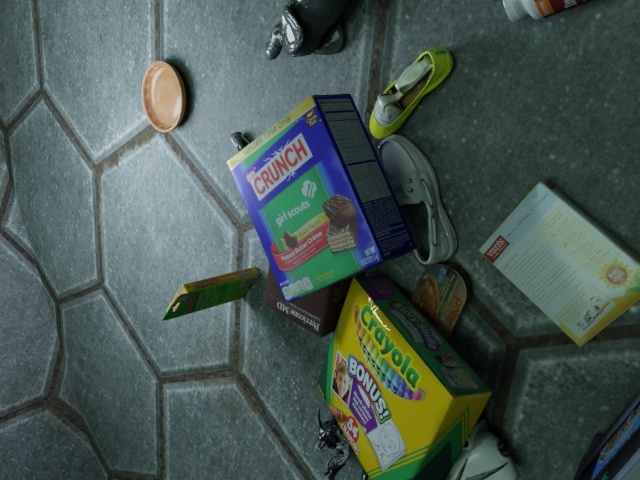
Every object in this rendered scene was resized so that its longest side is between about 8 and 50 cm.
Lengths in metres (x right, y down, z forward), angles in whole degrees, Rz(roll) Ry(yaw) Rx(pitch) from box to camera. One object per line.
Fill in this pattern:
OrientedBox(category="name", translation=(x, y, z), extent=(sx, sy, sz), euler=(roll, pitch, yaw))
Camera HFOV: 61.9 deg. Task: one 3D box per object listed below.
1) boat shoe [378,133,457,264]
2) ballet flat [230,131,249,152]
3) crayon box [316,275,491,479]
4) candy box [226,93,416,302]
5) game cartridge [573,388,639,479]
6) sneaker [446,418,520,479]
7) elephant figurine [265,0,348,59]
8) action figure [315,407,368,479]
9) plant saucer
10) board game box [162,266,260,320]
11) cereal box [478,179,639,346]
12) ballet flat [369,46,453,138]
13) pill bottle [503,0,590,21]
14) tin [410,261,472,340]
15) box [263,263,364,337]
OrientedBox(category="boat shoe", translation=(0.179, -0.083, 1.053), extent=(0.098, 0.096, 0.277), euler=(-32, 80, 41))
OrientedBox(category="ballet flat", translation=(-0.196, -0.233, 1.380), extent=(0.041, 0.041, 0.114), euler=(-33, 80, 41))
OrientedBox(category="crayon box", translation=(0.142, 0.300, 1.092), extent=(0.363, 0.106, 0.313), euler=(50, 132, 49))
OrientedBox(category="candy box", translation=(-0.007, -0.075, 1.019), extent=(0.268, 0.122, 0.317), euler=(-28, 82, 41))
OrientedBox(category="game cartridge", translation=(0.477, 0.288, 0.802), extent=(0.068, 0.230, 0.355), euler=(36, 122, 29))
OrientedBox(category="sneaker", translation=(0.273, 0.522, 1.108), extent=(0.146, 0.122, 0.330), euler=(50, 128, 22))
OrientedBox(category="elephant figurine", translation=(-0.028, -0.455, 1.123), extent=(0.169, 0.186, 0.239), euler=(10, 128, -6))
OrientedBox(category="action figure", translation=(0.069, 0.521, 1.276), extent=(0.275, 0.141, 0.164), euler=(28, 130, 31))
OrientedBox(category="plant saucer", translation=(-0.449, -0.416, 1.550), extent=(0.200, 0.037, 0.200), euler=(13, 110, 39))
OrientedBox(category="board game box", translation=(-0.287, 0.138, 1.401), extent=(0.039, 0.259, 0.124), euler=(54, 129, 18))
OrientedBox(category="cereal box", translation=(0.415, 0.037, 0.913), extent=(0.240, 0.047, 0.173), euler=(49, 127, 21))
OrientedBox(category="ballet flat", translation=(0.156, -0.284, 1.035), extent=(0.231, 0.077, 0.077), euler=(-42, 74, 39))
OrientedBox(category="pill bottle", translation=(0.365, -0.395, 0.820), extent=(0.152, 0.086, 0.086), euler=(-9, 95, 42))
OrientedBox(category="tin", translation=(0.243, 0.132, 1.095), extent=(0.106, 0.040, 0.190), euler=(36, 123, 33))
OrientedBox(category="box", translation=(0.000, 0.000, 1.203), extent=(0.191, 0.143, 0.381), euler=(24, 117, 33))
